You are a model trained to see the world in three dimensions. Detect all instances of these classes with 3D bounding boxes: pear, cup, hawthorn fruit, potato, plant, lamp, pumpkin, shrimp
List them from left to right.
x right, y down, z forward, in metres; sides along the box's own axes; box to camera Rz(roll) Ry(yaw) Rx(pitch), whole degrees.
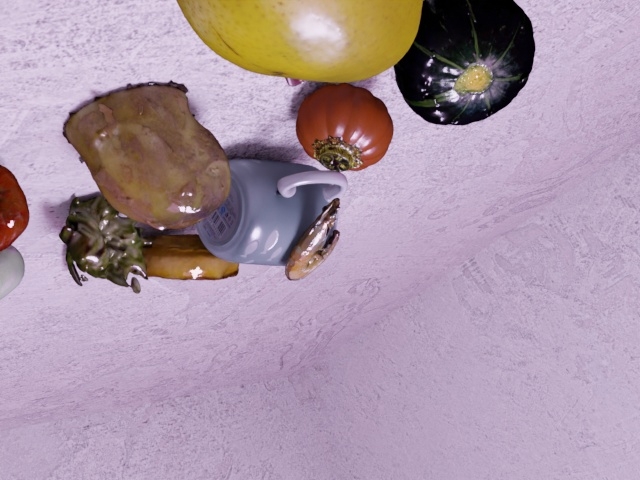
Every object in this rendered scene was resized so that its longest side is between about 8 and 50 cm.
[{"bbox_3d":[-0.644,-0.057,1.437,0.185,0.185,0.202,-15,175,-24],"label":"hawthorn fruit"},{"bbox_3d":[-0.562,0.031,1.765,0.333,0.251,0.180,-15,-152,34],"label":"plant"},{"bbox_3d":[-0.323,-0.134,1.498,0.288,0.237,0.301,-19,159,-12],"label":"potato"},{"bbox_3d":[-0.107,-0.084,1.805,0.274,0.260,0.356,1,159,-45],"label":"cup"},{"bbox_3d":[-0.024,-0.393,1.030,0.362,0.362,0.418,-29,139,12],"label":"pear"},{"bbox_3d":[-0.001,-0.001,1.782,0.143,0.052,0.251,-13,145,-50],"label":"shrimp"},{"bbox_3d":[0.053,-0.251,1.696,0.223,0.197,0.223,11,152,6],"label":"lamp"},{"bbox_3d":[0.289,-0.401,1.583,0.295,0.296,0.296,-21,159,-8],"label":"pumpkin"}]

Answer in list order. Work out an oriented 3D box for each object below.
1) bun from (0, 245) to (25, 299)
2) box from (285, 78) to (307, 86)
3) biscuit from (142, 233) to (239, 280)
[{"bbox_3d":[-0.762,0.063,1.548,0.293,0.187,0.293,-22,-161,8],"label":"bun"},{"bbox_3d":[-0.034,-0.389,1.436,0.120,0.069,0.224,-24,159,0],"label":"box"},{"bbox_3d":[-0.349,0.035,1.925,0.296,0.102,0.296,5,-172,-1],"label":"biscuit"}]
